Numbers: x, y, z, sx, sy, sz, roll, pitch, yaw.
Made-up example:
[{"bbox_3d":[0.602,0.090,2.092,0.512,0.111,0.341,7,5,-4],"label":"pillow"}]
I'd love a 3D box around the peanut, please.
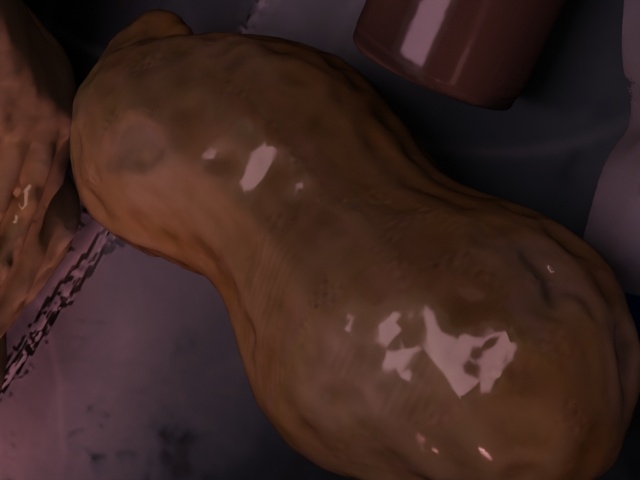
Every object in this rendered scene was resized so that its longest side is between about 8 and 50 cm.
[{"bbox_3d":[0.000,0.000,0.651,0.117,0.101,0.263,-51,59,7],"label":"peanut"}]

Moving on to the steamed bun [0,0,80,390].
[{"bbox_3d":[-0.247,-0.027,0.747,0.203,0.276,0.289,22,128,45],"label":"steamed bun"}]

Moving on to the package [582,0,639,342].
[{"bbox_3d":[0.161,-0.025,0.586,0.171,0.027,0.173,15,104,33],"label":"package"}]

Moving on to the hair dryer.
[{"bbox_3d":[0.019,-0.133,0.668,0.182,0.064,0.117,34,109,36],"label":"hair dryer"}]
